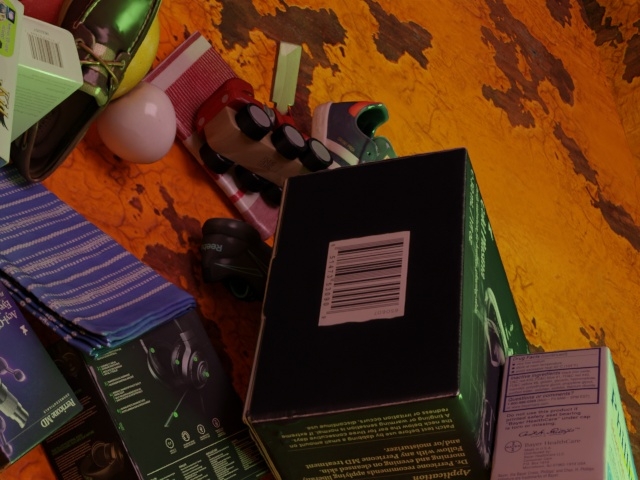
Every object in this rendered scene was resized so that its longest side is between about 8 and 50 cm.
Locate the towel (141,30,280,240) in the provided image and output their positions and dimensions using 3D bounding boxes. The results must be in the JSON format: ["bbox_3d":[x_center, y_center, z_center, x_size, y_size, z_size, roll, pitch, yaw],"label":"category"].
[{"bbox_3d":[-0.155,-0.177,2.293,0.329,0.037,0.237,51,32,-12],"label":"towel"}]

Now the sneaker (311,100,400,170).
[{"bbox_3d":[0.064,-0.102,2.387,0.131,0.148,0.350,53,32,-57],"label":"sneaker"}]

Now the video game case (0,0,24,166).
[{"bbox_3d":[-0.460,-0.137,1.591,0.061,0.269,0.244,34,40,-39],"label":"video game case"}]

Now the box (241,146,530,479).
[{"bbox_3d":[0.126,0.207,1.982,0.480,0.297,0.472,-82,158,-46],"label":"box"}]

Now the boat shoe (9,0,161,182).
[{"bbox_3d":[-0.304,-0.222,1.796,0.123,0.342,0.123,28,18,-38],"label":"boat shoe"}]

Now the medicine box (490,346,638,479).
[{"bbox_3d":[0.333,0.333,1.827,0.289,0.149,0.263,-70,148,-54],"label":"medicine box"}]

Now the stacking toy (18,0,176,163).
[{"bbox_3d":[-0.347,-0.311,1.937,0.480,0.350,0.350,65,27,-23],"label":"stacking toy"}]

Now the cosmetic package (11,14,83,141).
[{"bbox_3d":[-0.419,-0.185,1.728,0.117,0.231,0.085,15,53,-50],"label":"cosmetic package"}]

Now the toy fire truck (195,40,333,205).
[{"bbox_3d":[-0.095,-0.217,2.257,0.217,0.158,0.246,26,33,-40],"label":"toy fire truck"}]

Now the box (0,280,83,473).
[{"bbox_3d":[-0.400,0.162,1.583,0.207,0.108,0.153,57,30,-4],"label":"box"}]

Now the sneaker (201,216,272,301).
[{"bbox_3d":[-0.094,0.054,2.154,0.267,0.101,0.106,27,64,-41],"label":"sneaker"}]

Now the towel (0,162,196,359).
[{"bbox_3d":[-0.336,0.013,1.728,0.336,0.040,0.243,37,24,13],"label":"towel"}]

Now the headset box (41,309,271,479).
[{"bbox_3d":[-0.230,0.225,1.752,0.246,0.131,0.283,-17,79,-58],"label":"headset box"}]
